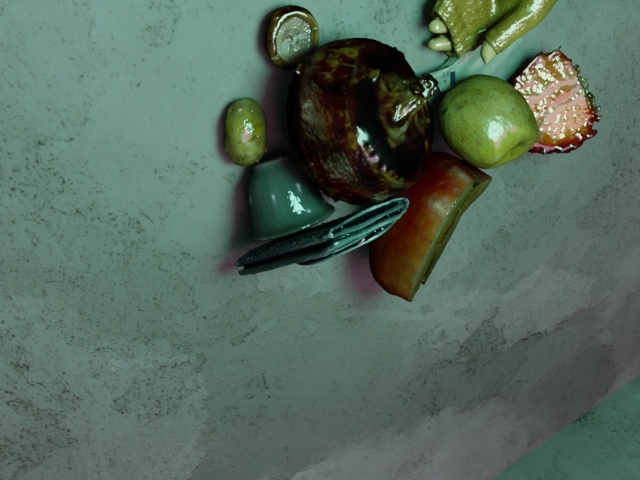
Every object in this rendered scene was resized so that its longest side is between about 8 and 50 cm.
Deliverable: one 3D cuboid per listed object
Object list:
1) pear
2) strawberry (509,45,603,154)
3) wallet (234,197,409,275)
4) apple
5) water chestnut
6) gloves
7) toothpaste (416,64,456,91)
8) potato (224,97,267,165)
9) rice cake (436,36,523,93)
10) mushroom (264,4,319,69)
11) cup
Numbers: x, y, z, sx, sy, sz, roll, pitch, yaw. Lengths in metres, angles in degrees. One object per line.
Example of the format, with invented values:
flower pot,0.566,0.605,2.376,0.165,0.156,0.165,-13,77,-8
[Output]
pear,0.380,-0.275,1.283,0.228,0.211,0.188,-11,154,-50
strawberry,0.561,-0.320,1.439,0.253,0.150,0.280,40,101,-8
wallet,0.000,0.000,1.165,0.237,0.342,0.075,-27,96,-41
apple,0.264,-0.033,1.342,0.328,0.295,0.365,9,120,-27
water chestnut,0.100,-0.240,1.097,0.350,0.302,0.351,14,71,-45
gloves,0.388,-0.519,1.202,0.356,0.155,0.203,-32,89,7
toothpaste,0.211,-0.350,1.273,0.216,0.037,0.062,-16,130,-9
potato,-0.152,-0.218,1.137,0.091,0.070,0.138,-9,121,-26
rice cake,0.381,-0.437,1.332,0.237,0.043,0.127,-48,130,4
mushroom,-0.059,-0.399,1.097,0.123,0.052,0.123,-18,132,-21
cup,-0.083,-0.104,1.193,0.199,0.199,0.150,-22,105,-17
